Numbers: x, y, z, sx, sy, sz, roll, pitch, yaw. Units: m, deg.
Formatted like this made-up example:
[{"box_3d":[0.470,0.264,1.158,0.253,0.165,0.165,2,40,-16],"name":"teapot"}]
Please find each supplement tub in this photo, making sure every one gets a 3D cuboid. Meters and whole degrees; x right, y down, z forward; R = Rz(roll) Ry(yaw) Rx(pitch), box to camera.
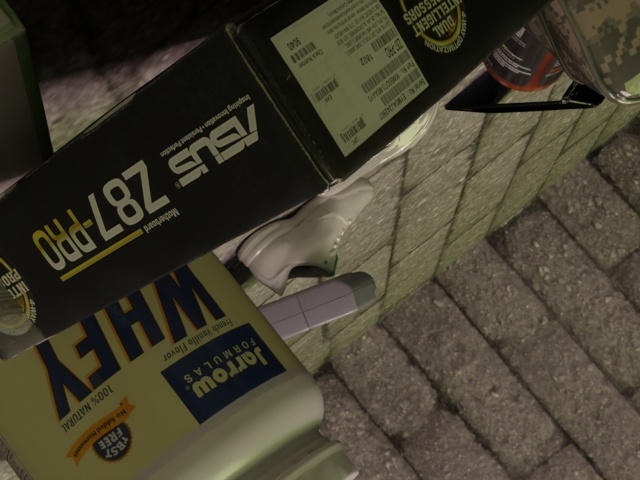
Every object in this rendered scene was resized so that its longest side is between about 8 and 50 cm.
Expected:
[{"box_3d":[-0.146,0.123,0.971,0.235,0.325,0.235,-38,168,-10],"name":"supplement tub"},{"box_3d":[0.251,-0.253,1.320,0.106,0.106,0.198,-35,168,-19],"name":"supplement tub"}]

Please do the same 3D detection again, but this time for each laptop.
[{"box_3d":[0.327,-0.251,1.631,0.264,0.136,0.234,-58,164,17],"name":"laptop"}]

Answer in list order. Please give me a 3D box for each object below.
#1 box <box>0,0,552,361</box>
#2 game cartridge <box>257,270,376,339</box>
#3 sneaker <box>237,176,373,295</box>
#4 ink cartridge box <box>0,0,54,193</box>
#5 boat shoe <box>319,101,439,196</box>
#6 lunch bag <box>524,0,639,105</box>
[{"box_3d":[-0.014,-0.102,0.739,0.318,0.097,0.395,-23,-166,43],"name":"box"},{"box_3d":[-0.081,0.112,1.543,0.297,0.062,0.198,-21,174,12],"name":"game cartridge"},{"box_3d":[0.000,0.000,1.514,0.212,0.094,0.080,-33,165,-28],"name":"sneaker"},{"box_3d":[-0.267,-0.035,0.680,0.235,0.056,0.171,-35,167,-18],"name":"ink cartridge box"},{"box_3d":[0.053,-0.118,1.341,0.184,0.066,0.063,-31,170,7],"name":"boat shoe"},{"box_3d":[0.311,-0.285,1.075,0.305,0.213,0.256,-30,-158,3],"name":"lunch bag"}]
